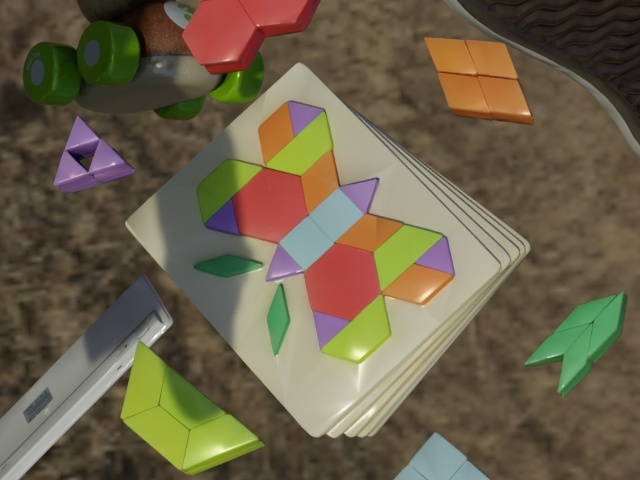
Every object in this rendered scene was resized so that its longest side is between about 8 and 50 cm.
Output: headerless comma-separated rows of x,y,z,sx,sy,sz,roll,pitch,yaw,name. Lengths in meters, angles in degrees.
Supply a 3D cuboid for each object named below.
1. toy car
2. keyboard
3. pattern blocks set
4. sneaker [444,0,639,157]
-0.146,-0.203,1.481,0.155,0.149,0.188,4,80,-42,toy car
-0.213,0.133,1.405,0.014,0.256,0.072,42,6,-31,keyboard
0.000,0.000,0.978,0.285,0.325,0.026,-57,160,-7,pattern blocks set
0.075,-0.116,0.492,0.290,0.106,0.123,43,30,-65,sneaker
